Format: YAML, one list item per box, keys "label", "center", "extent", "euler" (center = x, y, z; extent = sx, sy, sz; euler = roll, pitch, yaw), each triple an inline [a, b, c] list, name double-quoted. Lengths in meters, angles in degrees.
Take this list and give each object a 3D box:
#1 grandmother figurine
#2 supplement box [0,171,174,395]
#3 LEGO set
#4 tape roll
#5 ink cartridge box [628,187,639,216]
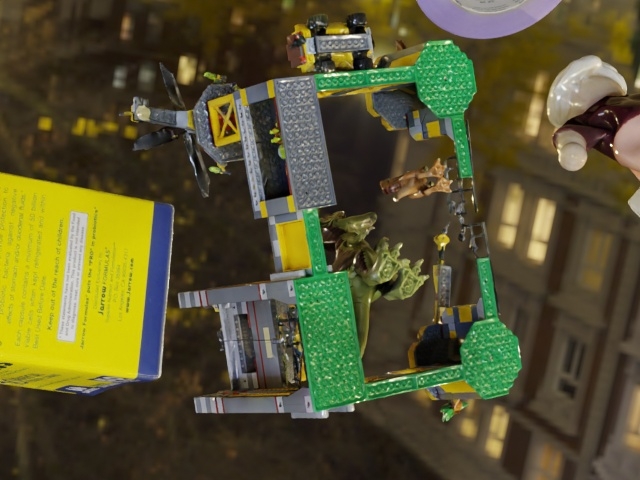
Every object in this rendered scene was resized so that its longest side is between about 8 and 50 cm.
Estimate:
- label: "grandmother figurine"
  center: [0.328, -0.100, 1.567]
  extent: [0.207, 0.104, 0.342]
  euler: [-2, -156, -21]
- label: "supplement box"
  center: [-0.359, 0.041, 1.628]
  extent: [0.356, 0.195, 0.194]
  euler: [11, 165, -27]
- label: "LEGO set"
  center: [0.000, 0.000, 1.212]
  extent: [0.255, 0.331, 0.192]
  euler: [-19, -174, -36]
- label: "tape roll"
  center: [0.177, -0.315, 1.649]
  extent: [0.189, 0.189, 0.080]
  euler: [6, -144, -21]
- label: "ink cartridge box"
  center: [0.483, -0.034, 1.776]
  extent: [0.212, 0.154, 0.093]
  euler: [30, -165, -37]
